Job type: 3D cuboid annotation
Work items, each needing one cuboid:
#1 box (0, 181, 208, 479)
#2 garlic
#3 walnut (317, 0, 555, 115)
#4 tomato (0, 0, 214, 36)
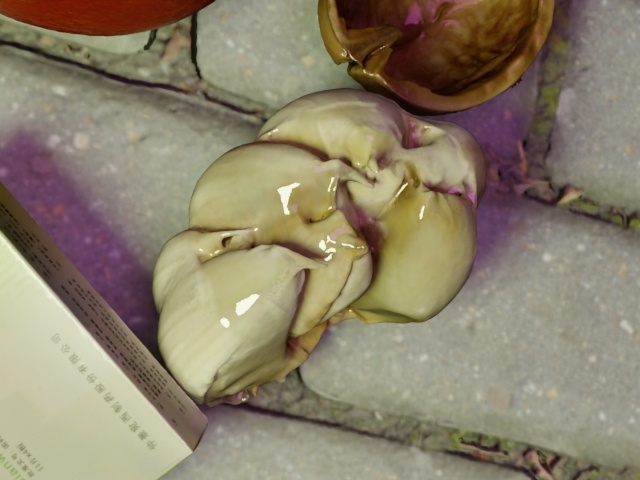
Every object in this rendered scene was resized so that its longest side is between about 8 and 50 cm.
[{"bbox_3d":[-0.225,0.086,0.946,0.175,0.062,0.260,-39,97,13],"label":"box"},{"bbox_3d":[-0.002,-0.015,1.022,0.281,0.203,0.184,-19,71,-19],"label":"garlic"},{"bbox_3d":[0.087,-0.177,1.138,0.211,0.087,0.167,-29,85,-24],"label":"walnut"},{"bbox_3d":[-0.152,-0.305,0.970,0.290,0.293,0.325,14,67,-6],"label":"tomato"}]
